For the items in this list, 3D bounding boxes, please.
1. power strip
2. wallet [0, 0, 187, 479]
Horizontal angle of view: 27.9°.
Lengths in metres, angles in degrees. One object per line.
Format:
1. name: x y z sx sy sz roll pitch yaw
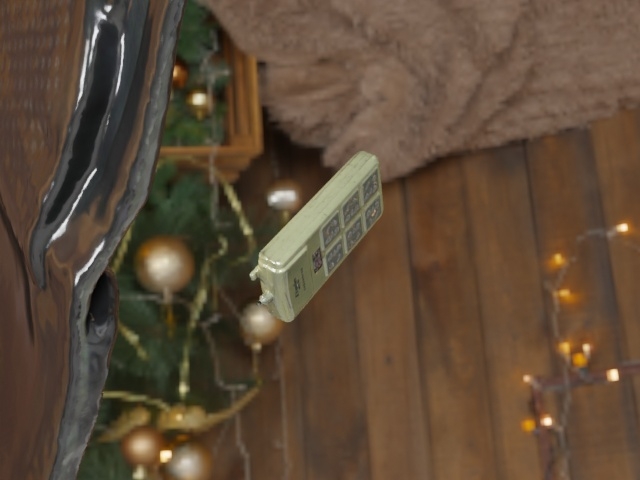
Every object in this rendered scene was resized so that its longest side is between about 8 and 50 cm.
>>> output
1. power strip: 0.000 0.000 1.077 0.028 0.169 0.076 24 144 27
2. wallet: -0.120 -0.043 0.526 0.041 0.247 0.322 0 123 -27
